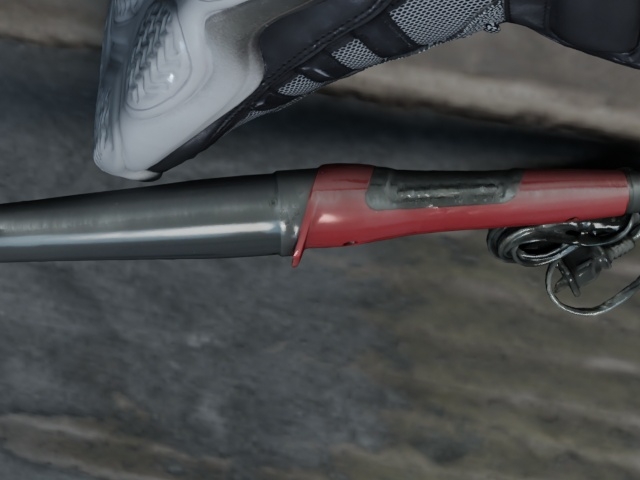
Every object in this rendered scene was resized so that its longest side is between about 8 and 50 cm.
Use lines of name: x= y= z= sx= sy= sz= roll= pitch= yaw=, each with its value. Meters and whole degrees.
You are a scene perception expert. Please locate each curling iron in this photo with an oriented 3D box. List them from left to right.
curling iron: x=0.000 y=0.000 z=0.547 sx=0.274 sy=0.035 sz=0.068 roll=-1 pitch=134 yaw=-13

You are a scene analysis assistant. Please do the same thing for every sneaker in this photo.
sneaker: x=0.027 y=-0.081 z=0.487 sx=0.153 sy=0.101 sz=0.268 roll=14 pitch=150 yaw=-22
